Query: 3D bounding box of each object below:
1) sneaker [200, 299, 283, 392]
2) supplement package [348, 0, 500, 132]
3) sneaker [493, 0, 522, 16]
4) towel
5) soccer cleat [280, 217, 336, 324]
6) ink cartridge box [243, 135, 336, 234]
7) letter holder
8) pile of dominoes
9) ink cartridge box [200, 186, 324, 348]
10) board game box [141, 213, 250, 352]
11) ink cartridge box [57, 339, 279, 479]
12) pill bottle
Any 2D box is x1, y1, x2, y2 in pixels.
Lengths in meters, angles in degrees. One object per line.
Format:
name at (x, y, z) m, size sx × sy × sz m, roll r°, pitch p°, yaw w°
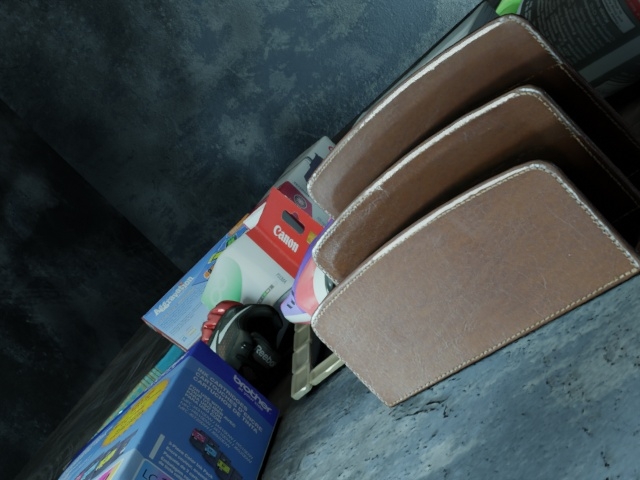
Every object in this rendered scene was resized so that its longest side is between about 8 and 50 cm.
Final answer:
sneaker at (-0.129, 0.193, 1.376) m, size 0.135 × 0.097 × 0.276 m, roll -13°, pitch 40°, yaw 37°
supplement package at (0.159, -0.094, 1.008) m, size 0.194 × 0.203 × 0.149 m, roll -40°, pitch 9°, yaw 31°
sneaker at (0.276, -0.267, 1.364) m, size 0.483 × 0.185 × 0.202 m, roll -47°, pitch 10°, yaw -24°
towel at (-0.326, 0.294, 1.836) m, size 0.370 × 0.040 × 0.271 m, roll -48°, pitch -8°, yaw -12°
soccer cleat at (0.046, -0.015, 1.299) m, size 0.116 × 0.108 × 0.318 m, roll -21°, pitch 30°, yaw 43°
ink cartridge box at (-0.004, -0.053, 1.722) m, size 0.100 × 0.172 × 0.237 m, roll -37°, pitch 11°, yaw 37°
letter holder at (0.110, -0.023, 0.859) m, size 0.302 × 0.214 × 0.152 m, roll -38°, pitch 11°, yaw 41°
pile of dominoes at (0.050, 0.097, 1.267) m, size 0.196 × 0.040 × 0.251 m, roll -39°, pitch 17°, yaw 14°
ink cartridge box at (-0.093, 0.044, 1.541) m, size 0.181 × 0.056 × 0.224 m, roll 40°, pitch 113°, yaw 48°
board game box at (-0.178, 0.075, 1.760) m, size 0.145 × 0.027 × 0.281 m, roll 28°, pitch 66°, yaw 40°
ink cartridge box at (-0.205, 0.292, 1.129) m, size 0.270 × 0.151 × 0.395 m, roll -43°, pitch 7°, yaw 18°
pill bottle at (0.324, -0.251, 1.109) m, size 0.161 × 0.161 × 0.283 m, roll -49°, pitch 9°, yaw -25°
